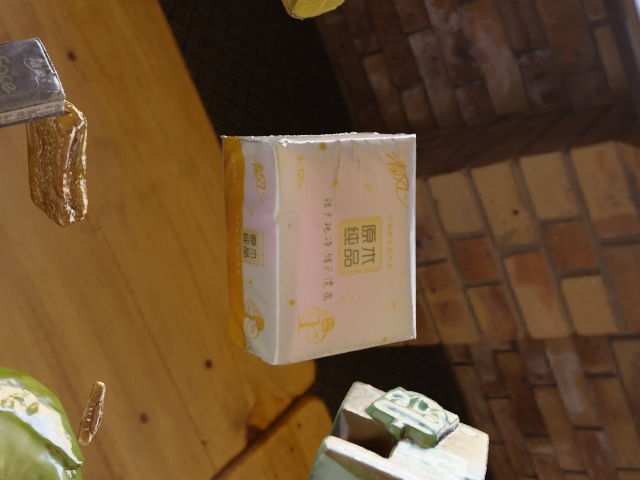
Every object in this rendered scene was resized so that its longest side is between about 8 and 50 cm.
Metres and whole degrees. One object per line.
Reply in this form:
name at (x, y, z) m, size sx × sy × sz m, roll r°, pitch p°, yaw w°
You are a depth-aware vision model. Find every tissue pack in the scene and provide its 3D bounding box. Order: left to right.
tissue pack at (-0.433, -0.206, 1.185) m, size 0.156 × 0.051 × 0.112 m, roll -18°, pitch 68°, yaw -27°
tissue pack at (0.000, 0.000, 0.942) m, size 0.185 × 0.124 × 0.225 m, roll -7°, pitch 100°, yaw -35°

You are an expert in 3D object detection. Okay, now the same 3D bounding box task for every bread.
bread at (-0.487, -0.151, 1.635) m, size 0.077 × 0.139 × 0.271 m, roll -36°, pitch 153°, yaw -36°
bread at (-0.012, -0.390, 1.287) m, size 0.102 × 0.245 × 0.094 m, roll -22°, pitch 94°, yaw -5°

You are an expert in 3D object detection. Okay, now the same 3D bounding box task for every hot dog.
hot dog at (-0.473, 0.361, 1.853) m, size 0.044 × 0.028 × 0.137 m, roll 58°, pitch 34°, yaw -50°

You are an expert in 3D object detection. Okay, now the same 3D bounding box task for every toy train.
toy train at (0.022, 0.272, 0.660) m, size 0.159 × 0.129 × 0.326 m, roll -29°, pitch 140°, yaw -74°

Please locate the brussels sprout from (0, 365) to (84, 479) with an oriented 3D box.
brussels sprout at (-0.387, 0.268, 0.884) m, size 0.247 × 0.328 × 0.328 m, roll 42°, pitch 52°, yaw -11°
